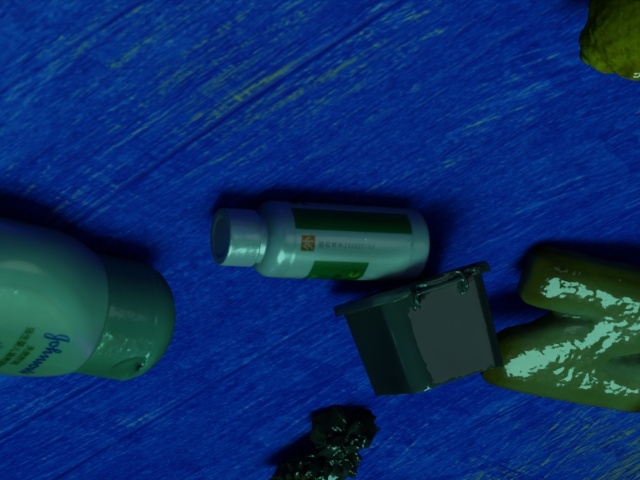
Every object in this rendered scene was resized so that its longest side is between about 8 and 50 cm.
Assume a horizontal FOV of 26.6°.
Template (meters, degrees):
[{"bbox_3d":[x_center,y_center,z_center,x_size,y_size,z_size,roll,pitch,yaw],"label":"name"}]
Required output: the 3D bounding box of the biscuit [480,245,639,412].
[{"bbox_3d":[0.389,0.132,1.909,0.291,0.062,0.236,14,118,-17],"label":"biscuit"}]

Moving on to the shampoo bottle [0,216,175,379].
[{"bbox_3d":[-0.325,0.073,1.544,0.350,0.151,0.222,13,137,-39],"label":"shampoo bottle"}]

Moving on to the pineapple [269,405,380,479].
[{"bbox_3d":[0.008,0.352,2.174,0.119,0.111,0.237,-27,158,-53],"label":"pineapple"}]

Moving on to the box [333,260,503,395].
[{"bbox_3d":[0.130,0.118,1.728,0.163,0.135,0.243,-17,178,-16],"label":"box"}]

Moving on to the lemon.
[{"bbox_3d":[0.344,-0.228,1.361,0.187,0.142,0.142,-27,147,23],"label":"lemon"}]

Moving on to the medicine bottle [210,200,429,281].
[{"bbox_3d":[0.000,0.000,1.618,0.260,0.095,0.095,4,144,-27],"label":"medicine bottle"}]
